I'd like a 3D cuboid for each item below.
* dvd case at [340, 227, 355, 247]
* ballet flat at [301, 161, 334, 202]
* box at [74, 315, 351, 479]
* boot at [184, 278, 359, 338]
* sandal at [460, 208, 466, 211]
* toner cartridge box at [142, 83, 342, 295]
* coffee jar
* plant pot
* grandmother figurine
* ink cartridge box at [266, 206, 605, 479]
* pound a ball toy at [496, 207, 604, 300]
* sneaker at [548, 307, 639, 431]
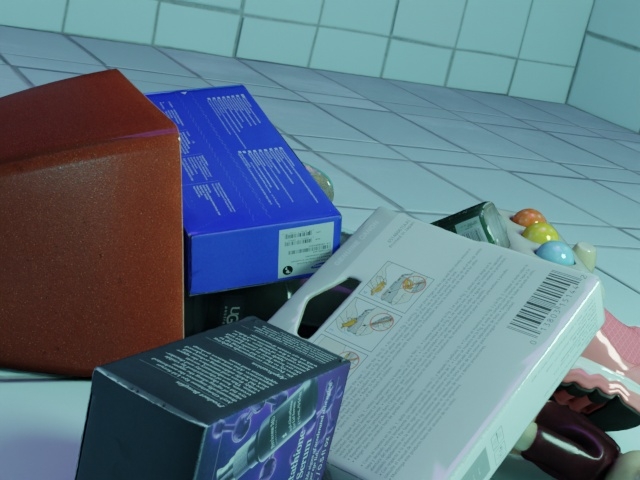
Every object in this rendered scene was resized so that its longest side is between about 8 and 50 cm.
[{"bbox_3d":[0.000,0.000,1.300,0.119,0.013,0.087,18,25,9],"label":"dvd case"},{"bbox_3d":[-0.134,-0.089,1.818,0.316,0.108,0.106,15,36,26],"label":"ballet flat"},{"bbox_3d":[-0.085,0.163,0.900,0.108,0.153,0.207,22,20,27],"label":"box"},{"bbox_3d":[0.014,0.025,1.418,0.445,0.146,0.367,3,29,-16],"label":"boot"},{"bbox_3d":[0.276,-0.009,1.910,0.090,0.060,0.219,23,4,13],"label":"sandal"},{"bbox_3d":[-0.114,-0.070,1.290,0.165,0.075,0.348,-7,32,-19],"label":"toner cartridge box"},{"bbox_3d":[0.159,0.014,1.561,0.184,0.079,0.096,-22,2,24],"label":"coffee jar"},{"bbox_3d":[-0.290,-0.012,1.177,0.235,0.267,0.267,-8,23,-22],"label":"plant pot"},{"bbox_3d":[0.216,0.192,1.135,0.342,0.104,0.208,25,16,27],"label":"grandmother figurine"},{"bbox_3d":[0.080,0.110,1.078,0.261,0.066,0.296,20,52,36],"label":"ink cartridge box"},{"bbox_3d":[0.337,0.039,1.649,0.208,0.136,0.319,11,17,-6],"label":"pound a ball toy"},{"bbox_3d":[0.229,0.093,1.273,0.313,0.116,0.136,28,58,-10],"label":"sneaker"}]
